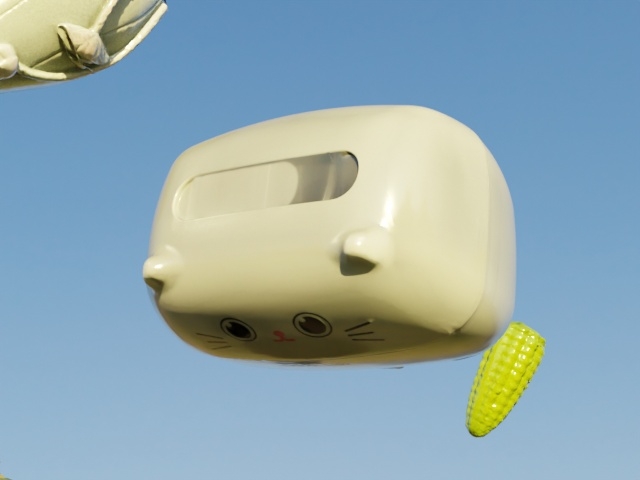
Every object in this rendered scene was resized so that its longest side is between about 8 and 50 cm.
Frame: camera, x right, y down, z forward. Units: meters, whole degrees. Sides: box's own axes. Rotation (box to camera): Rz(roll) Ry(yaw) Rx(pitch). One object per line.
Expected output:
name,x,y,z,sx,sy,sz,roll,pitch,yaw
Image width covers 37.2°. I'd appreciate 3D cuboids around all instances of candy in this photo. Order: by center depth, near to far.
candy,0.308,0.241,1.629,0.096,0.209,0.097,28,-8,4

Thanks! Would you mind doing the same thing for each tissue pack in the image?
tissue pack,0.000,0.000,0.889,0.333,0.229,0.236,-7,-23,30

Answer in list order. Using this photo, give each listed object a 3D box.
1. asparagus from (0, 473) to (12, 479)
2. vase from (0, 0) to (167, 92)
asparagus,-0.226,0.227,0.569,0.128,0.382,0.108,-29,-41,18
vase,-0.431,-0.297,1.321,0.250,0.445,0.250,27,-42,27
